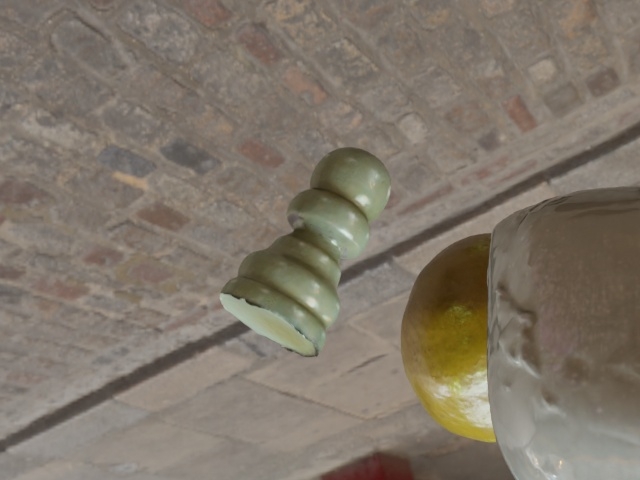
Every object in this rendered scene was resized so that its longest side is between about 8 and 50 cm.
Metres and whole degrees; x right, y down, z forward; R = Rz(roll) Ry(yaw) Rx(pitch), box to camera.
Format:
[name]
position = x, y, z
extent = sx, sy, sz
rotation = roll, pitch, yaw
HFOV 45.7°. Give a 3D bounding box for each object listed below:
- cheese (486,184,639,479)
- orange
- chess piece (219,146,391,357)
[cheese]
position = 0.176, 0.071, 0.395
extent = 0.198, 0.189, 0.154
rotation = -2, 144, 36
[orange]
position = 0.238, 0.124, 0.987
extent = 0.235, 0.278, 0.279
rotation = -4, 160, 40
[chess piece]
position = 0.000, 0.000, 0.878
extent = 0.133, 0.243, 0.133
rotation = 28, 160, 11
